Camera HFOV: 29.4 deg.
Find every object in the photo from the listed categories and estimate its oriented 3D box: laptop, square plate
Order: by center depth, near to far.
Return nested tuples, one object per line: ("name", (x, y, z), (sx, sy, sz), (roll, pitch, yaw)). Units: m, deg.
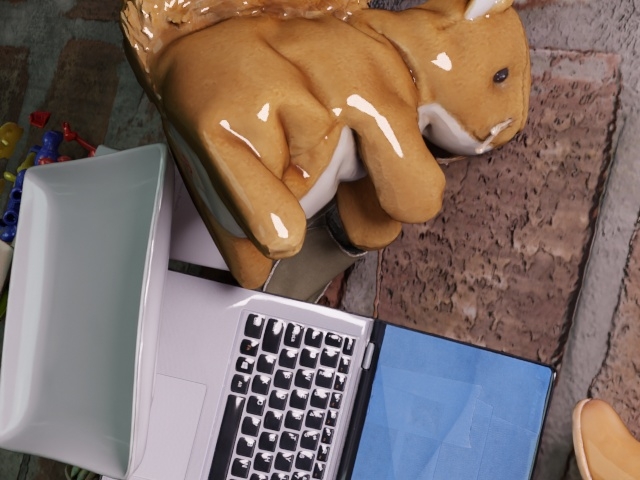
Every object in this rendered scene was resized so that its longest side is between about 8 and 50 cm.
("laptop", (-0.025, 0.257, 1.250), (0.236, 0.408, 0.381), (168, 116, -84))
("square plate", (-0.263, 0.076, 1.366), (0.347, 0.049, 0.344), (-3, 80, 53))

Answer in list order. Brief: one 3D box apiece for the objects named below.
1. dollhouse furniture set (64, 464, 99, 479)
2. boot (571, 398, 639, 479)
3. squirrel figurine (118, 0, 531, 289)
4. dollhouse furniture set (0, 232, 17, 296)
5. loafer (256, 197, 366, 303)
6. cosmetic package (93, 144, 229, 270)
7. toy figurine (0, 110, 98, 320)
("dollhouse furniture set", (-0.287, 0.340, 1.585), (0.182, 0.101, 0.161), (-54, 19, 23))
("boot", (0.304, 0.189, 1.001), (0.152, 0.073, 0.197), (-43, 61, 35))
("squirrel figurine", (0.014, -0.188, 1.230), (0.397, 0.370, 0.281), (60, 168, 10))
("dollhouse furniture set", (-0.299, 0.092, 1.629), (0.259, 0.262, 0.135), (28, 104, 19))
("loafer", (0.000, 0.000, 1.404), (0.251, 0.094, 0.087), (-62, 36, 15))
("cosmetic package", (-0.173, -0.035, 1.514), (0.085, 0.231, 0.117), (21, 95, 53))
("toy figurine", (-0.441, -0.045, 1.958), (0.217, 0.191, 0.362), (-96, 25, -71))
